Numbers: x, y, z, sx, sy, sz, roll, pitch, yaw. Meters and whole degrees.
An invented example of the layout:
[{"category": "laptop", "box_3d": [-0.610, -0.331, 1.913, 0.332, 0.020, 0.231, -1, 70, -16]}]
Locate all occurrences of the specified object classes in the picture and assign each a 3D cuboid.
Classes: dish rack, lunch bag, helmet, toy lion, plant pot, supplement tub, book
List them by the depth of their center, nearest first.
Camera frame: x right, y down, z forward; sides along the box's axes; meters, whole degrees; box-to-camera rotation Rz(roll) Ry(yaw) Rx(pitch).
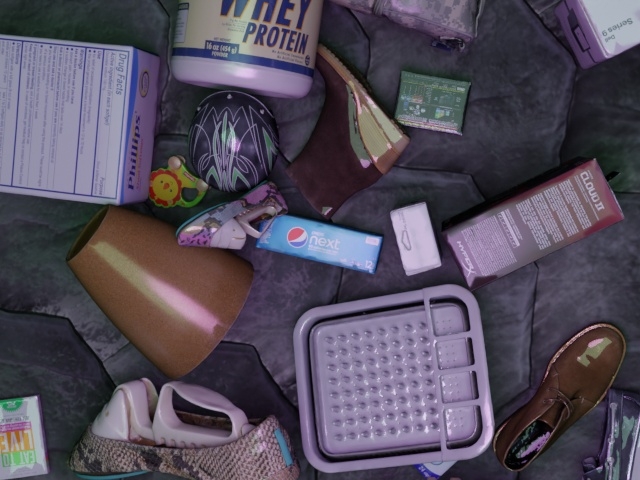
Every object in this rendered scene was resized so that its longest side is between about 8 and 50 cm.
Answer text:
[{"category": "lunch bag", "box_3d": [0.165, -0.480, 1.798, 0.256, 0.212, 0.305, 18, 98, 5]}, {"category": "supplement tub", "box_3d": [-0.109, -0.405, 1.820, 0.235, 0.235, 0.325, 8, 95, 5]}, {"category": "plant pot", "box_3d": [-0.281, 0.061, 1.847, 0.254, 0.237, 0.237, 37, 98, -19]}, {"category": "helmet", "box_3d": [-0.146, -0.165, 1.885, 0.169, 0.161, 0.169, 1, 95, 6]}, {"category": "dish rack", "box_3d": [0.125, 0.235, 1.886, 0.333, 0.072, 0.285, -10, 76, 19]}, {"category": "toy lion", "box_3d": [-0.253, -0.094, 1.971, 0.100, 0.034, 0.096, 38, 105, 3]}, {"category": "book", "box_3d": [-0.549, 0.357, 2.045, 0.096, 0.035, 0.144, -8, 93, 3]}]

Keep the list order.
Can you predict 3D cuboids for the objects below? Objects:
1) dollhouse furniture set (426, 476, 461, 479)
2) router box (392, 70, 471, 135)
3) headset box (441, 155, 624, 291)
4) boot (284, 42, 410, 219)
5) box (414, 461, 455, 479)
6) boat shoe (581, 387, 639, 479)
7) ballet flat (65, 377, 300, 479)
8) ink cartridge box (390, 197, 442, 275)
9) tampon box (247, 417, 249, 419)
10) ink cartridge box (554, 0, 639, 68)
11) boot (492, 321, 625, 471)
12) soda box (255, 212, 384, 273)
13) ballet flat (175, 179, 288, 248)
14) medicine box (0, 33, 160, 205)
[{"category": "dollhouse furniture set", "box_3d": [0.208, 0.536, 1.891, 0.262, 0.135, 0.259, 2, 111, -12]}, {"category": "router box", "box_3d": [0.188, -0.232, 1.906, 0.122, 0.038, 0.092, 11, 96, 5]}, {"category": "headset box", "box_3d": [0.348, -0.039, 1.817, 0.293, 0.218, 0.110, -26, 92, 9]}, {"category": "boot", "box_3d": [0.009, -0.187, 1.906, 0.207, 0.090, 0.248, -41, 79, 17]}, {"category": "box", "box_3d": [0.196, 0.322, 1.939, 0.126, 0.072, 0.137, 45, 97, 0]}, {"category": "boat shoe", "box_3d": [0.489, 0.399, 1.899, 0.102, 0.108, 0.301, 12, 94, 5]}, {"category": "ballet flat", "box_3d": [-0.247, 0.315, 1.873, 0.483, 0.164, 0.182, 0, 111, 34]}, {"category": "ink cartridge box", "box_3d": [0.161, -0.009, 1.872, 0.063, 0.150, 0.109, -15, 94, 7]}, {"category": "tampon box", "box_3d": [-0.140, 0.417, 1.968, 0.120, 0.101, 0.161, 41, 97, 1]}, {"category": "ink cartridge box", "box_3d": [0.492, -0.369, 1.735, 0.211, 0.289, 0.121, -26, 92, 7]}, {"category": "boot", "box_3d": [0.409, 0.271, 1.892, 0.112, 0.115, 0.305, 39, 97, 3]}, {"category": "soda box", "box_3d": [0.000, 0.000, 1.930, 0.210, 0.071, 0.067, 14, 96, 5]}, {"category": "ballet flat", "box_3d": [-0.132, -0.030, 1.820, 0.079, 0.221, 0.077, 46, 136, 14]}, {"category": "medicine box", "box_3d": [-0.440, -0.206, 1.913, 0.289, 0.149, 0.263, 7, 96, 8]}]
